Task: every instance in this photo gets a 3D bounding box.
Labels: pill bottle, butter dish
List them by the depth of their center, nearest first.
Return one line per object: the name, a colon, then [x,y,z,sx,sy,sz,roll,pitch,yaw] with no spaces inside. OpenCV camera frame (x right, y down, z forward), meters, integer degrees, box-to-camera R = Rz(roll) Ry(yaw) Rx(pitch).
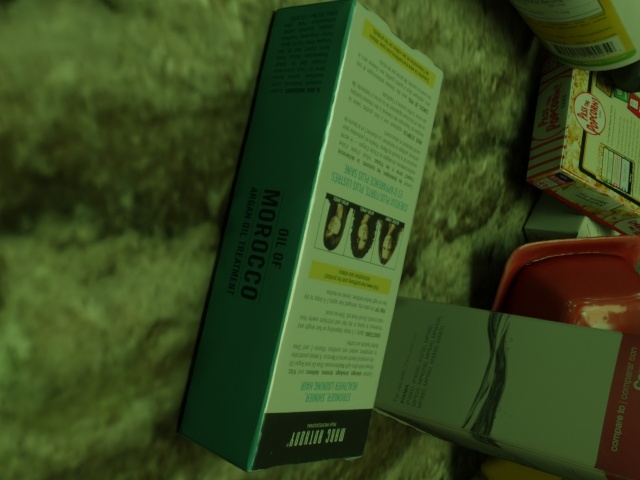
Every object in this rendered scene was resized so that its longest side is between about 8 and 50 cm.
pill bottle: [0.196,-0.243,0.488,0.245,0.136,0.137,20,83,-50]
butter dish: [0.243,0.087,0.577,0.160,0.118,0.160,-3,122,-21]

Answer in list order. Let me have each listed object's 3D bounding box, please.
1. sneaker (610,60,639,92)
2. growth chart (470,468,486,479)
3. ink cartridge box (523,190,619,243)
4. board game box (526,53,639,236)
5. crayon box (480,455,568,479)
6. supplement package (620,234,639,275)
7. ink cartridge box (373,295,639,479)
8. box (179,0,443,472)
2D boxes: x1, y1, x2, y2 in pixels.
sneaker: [0.303,-0.263,0.625,0.086,0.132,0.229,18,96,-51]
growth chart: [0.142,0.354,0.644,0.172,0.021,0.238,-37,124,-38]
ink cartridge box: [0.282,-0.015,0.697,0.181,0.061,0.104,-55,133,-27]
board game box: [0.301,-0.092,0.640,0.193,0.045,0.147,24,69,-23]
crayon box: [0.292,0.184,0.608,0.203,0.322,0.083,-1,59,-60]
supplement package: [0.479,0.078,0.794,0.199,0.262,0.198,38,69,-47]
ink cartridge box: [0.163,0.120,0.464,0.158,0.217,0.092,38,64,-47]
box: [0.000,0.000,0.367,0.100,0.060,0.245,17,85,-50]
